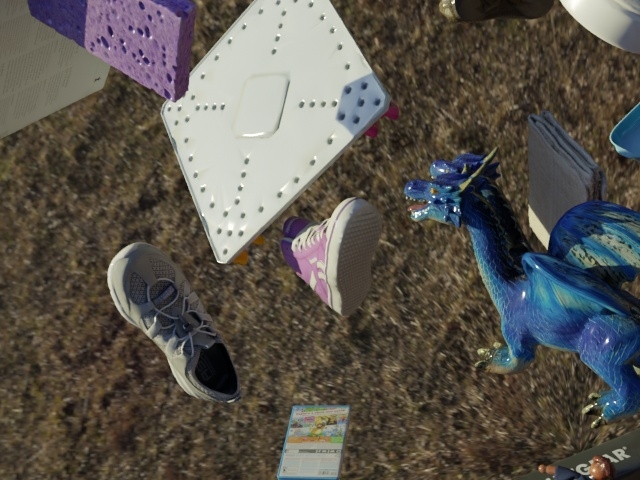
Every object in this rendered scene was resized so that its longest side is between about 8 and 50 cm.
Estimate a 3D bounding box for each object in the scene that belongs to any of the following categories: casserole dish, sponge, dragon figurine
[{"bbox_3d":[0.618,-0.207,1.641,0.188,0.037,0.114,-43,48,-9],"label":"casserole dish"},{"bbox_3d":[-0.222,-0.239,0.935,0.210,0.117,0.031,31,53,13],"label":"sponge"},{"bbox_3d":[0.175,0.034,0.578,0.289,0.144,0.085,25,47,35],"label":"dragon figurine"}]

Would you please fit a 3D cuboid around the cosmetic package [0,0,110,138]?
[{"bbox_3d":[-0.371,-0.284,1.139,0.097,0.377,0.284,48,51,7],"label":"cosmetic package"}]

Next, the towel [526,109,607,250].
[{"bbox_3d":[0.399,-0.063,1.463,0.049,0.282,0.187,-21,48,-6],"label":"towel"}]

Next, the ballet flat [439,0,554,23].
[{"bbox_3d":[0.288,-0.392,1.466,0.058,0.250,0.084,4,109,55],"label":"ballet flat"}]

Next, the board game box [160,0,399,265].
[{"bbox_3d":[-0.084,-0.215,1.487,0.390,0.050,0.390,-43,51,23],"label":"board game box"}]

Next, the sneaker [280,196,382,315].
[{"bbox_3d":[-0.001,0.001,1.368,0.161,0.282,0.102,41,63,19],"label":"sneaker"}]

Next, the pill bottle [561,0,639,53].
[{"bbox_3d":[0.285,-0.263,0.658,0.136,0.136,0.246,51,135,20],"label":"pill bottle"}]

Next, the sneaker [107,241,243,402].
[{"bbox_3d":[-0.187,0.116,1.255,0.105,0.281,0.115,-46,33,-24],"label":"sneaker"}]

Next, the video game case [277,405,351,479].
[{"bbox_3d":[-0.010,0.387,1.722,0.119,0.015,0.166,-3,42,16],"label":"video game case"}]

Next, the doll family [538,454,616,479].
[{"bbox_3d":[0.270,0.282,0.820,0.193,0.076,0.111,44,95,17],"label":"doll family"}]

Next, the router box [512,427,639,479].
[{"bbox_3d":[0.463,0.486,1.568,0.309,0.243,0.081,-17,32,-16],"label":"router box"}]
